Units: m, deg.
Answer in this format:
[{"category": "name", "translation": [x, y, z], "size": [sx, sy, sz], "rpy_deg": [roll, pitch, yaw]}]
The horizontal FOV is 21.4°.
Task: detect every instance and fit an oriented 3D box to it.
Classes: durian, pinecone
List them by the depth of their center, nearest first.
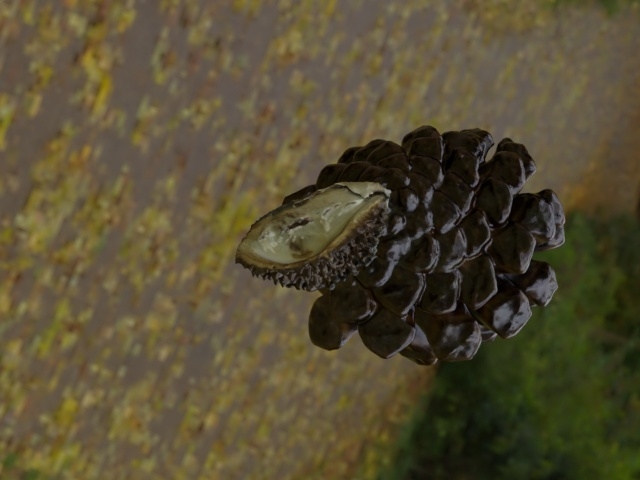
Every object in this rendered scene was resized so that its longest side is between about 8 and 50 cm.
[{"category": "durian", "translation": [0.000, 0.002, 1.279], "size": [0.130, 0.066, 0.052], "rpy_deg": [-23, 151, -5]}, {"category": "pinecone", "translation": [0.095, 0.004, 1.421], "size": [0.201, 0.229, 0.202], "rpy_deg": [-21, 107, -65]}]
